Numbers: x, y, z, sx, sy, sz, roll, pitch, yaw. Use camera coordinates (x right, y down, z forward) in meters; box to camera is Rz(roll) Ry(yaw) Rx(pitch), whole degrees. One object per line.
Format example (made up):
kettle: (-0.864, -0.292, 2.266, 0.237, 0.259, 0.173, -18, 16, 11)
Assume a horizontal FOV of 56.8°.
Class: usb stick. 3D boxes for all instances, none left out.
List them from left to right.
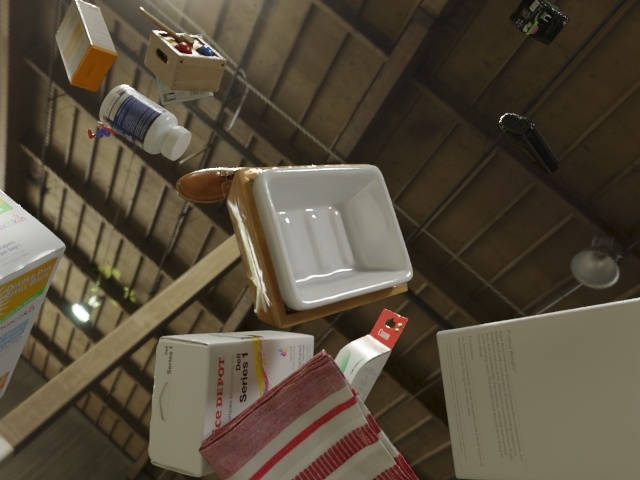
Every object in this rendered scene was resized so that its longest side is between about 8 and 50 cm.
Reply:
usb stick: (0.443, -0.200, 1.243, 0.077, 0.278, 0.045, 40, -77, 31)

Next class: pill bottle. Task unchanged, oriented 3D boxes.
pill bottle: (-0.251, -0.167, 0.855, 0.120, 0.067, 0.067, 32, -45, 4)

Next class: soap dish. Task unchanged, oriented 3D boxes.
soap dish: (0.000, 0.000, 0.920, 0.118, 0.291, 0.228, -23, -100, 44)

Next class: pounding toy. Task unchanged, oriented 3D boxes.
pounding toy: (-0.278, -0.372, 1.161, 0.141, 0.130, 0.100, 45, -54, 29)

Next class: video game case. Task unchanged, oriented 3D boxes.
video game case: (-0.336, -0.410, 1.431, 0.157, 0.019, 0.143, -1, -76, 30)

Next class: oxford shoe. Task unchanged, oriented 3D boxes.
oxford shoe: (-0.190, -0.125, 1.221, 0.076, 0.212, 0.076, 145, -66, -64)

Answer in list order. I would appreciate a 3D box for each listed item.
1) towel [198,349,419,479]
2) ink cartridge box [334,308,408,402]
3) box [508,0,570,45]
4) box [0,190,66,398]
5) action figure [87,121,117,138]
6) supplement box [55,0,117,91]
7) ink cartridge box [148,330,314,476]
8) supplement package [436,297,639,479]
towel: (0.007, 0.365, 0.897, 0.329, 0.237, 0.037, 56, -14, -7)
ink cartridge box: (0.099, 0.255, 1.350, 0.056, 0.224, 0.181, 28, -4, -11)
box: (0.414, -0.420, 1.120, 0.083, 0.052, 0.062, 13, -48, -30)
box: (-0.299, 0.061, 0.452, 0.103, 0.114, 0.203, 38, -61, 4)
action figure: (-0.397, -0.210, 1.118, 0.115, 0.038, 0.030, 3, -80, 38)
supplement box: (-0.293, -0.243, 0.737, 0.062, 0.036, 0.098, -44, -122, 30)
ink cartridge box: (-0.139, 0.262, 1.007, 0.117, 0.278, 0.201, 0, -95, 35)
supplement package: (0.307, 0.168, 0.658, 0.293, 0.175, 0.177, -20, -111, 47)
